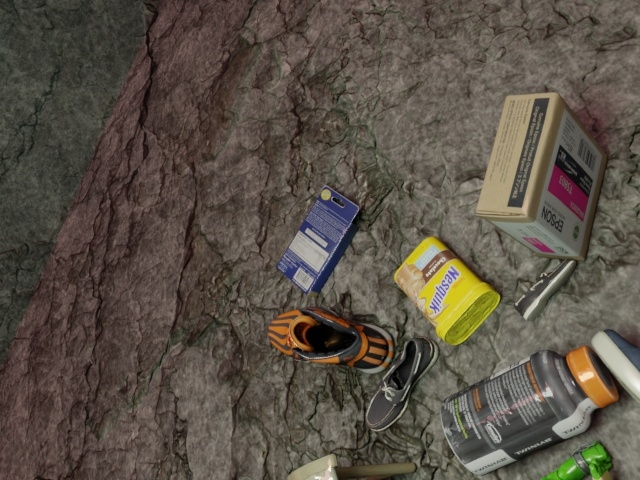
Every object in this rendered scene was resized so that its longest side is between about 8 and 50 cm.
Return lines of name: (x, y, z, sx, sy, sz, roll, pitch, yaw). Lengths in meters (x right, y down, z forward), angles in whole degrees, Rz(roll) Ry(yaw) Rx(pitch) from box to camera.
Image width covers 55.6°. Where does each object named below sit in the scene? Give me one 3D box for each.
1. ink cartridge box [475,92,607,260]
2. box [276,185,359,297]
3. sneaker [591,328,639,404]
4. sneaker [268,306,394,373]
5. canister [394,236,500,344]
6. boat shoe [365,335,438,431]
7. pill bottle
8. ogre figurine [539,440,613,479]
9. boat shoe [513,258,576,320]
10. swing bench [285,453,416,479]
ink cartridge box: (0.355, -0.091, 0.952, 0.088, 0.234, 0.194, 7, 79, 44)
box: (0.000, 0.000, 1.372, 0.136, 0.036, 0.225, 38, 101, 43)
sneaker: (0.523, 0.207, 0.768, 0.148, 0.131, 0.350, -50, 53, 5)
sneaker: (-0.023, 0.181, 1.217, 0.321, 0.180, 0.125, -1, 72, 42)
canister: (0.225, 0.088, 1.110, 0.126, 0.073, 0.170, -51, 46, 13)
boat shoe: (0.136, 0.263, 1.122, 0.206, 0.065, 0.075, -56, 46, 9)
pill bottle: (0.316, 0.251, 0.920, 0.245, 0.130, 0.131, -36, 52, 26)
ogre figurine: (0.361, 0.388, 0.845, 0.118, 0.096, 0.197, -39, 43, 35)
boat shoe: (0.370, 0.076, 1.005, 0.038, 0.046, 0.125, 48, 114, 37)
swing bench: (0.060, 0.495, 0.962, 0.165, 0.254, 0.254, -33, 53, 28)
